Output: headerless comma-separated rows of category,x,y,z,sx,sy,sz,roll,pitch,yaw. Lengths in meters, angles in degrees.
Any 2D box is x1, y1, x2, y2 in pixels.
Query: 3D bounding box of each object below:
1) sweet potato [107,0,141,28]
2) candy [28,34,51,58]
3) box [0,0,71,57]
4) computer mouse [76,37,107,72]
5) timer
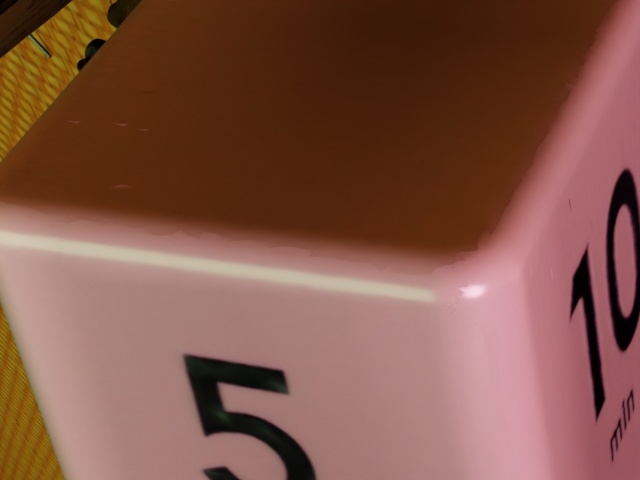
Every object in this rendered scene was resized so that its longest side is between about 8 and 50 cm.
sweet potato,-0.081,-0.127,0.994,0.206,0.060,0.068,-179,89,-71
candy,-0.221,-0.158,1.319,0.083,0.023,0.025,48,-163,-5
box,-0.154,-0.154,0.934,0.071,0.168,0.259,49,161,-3
computer mouse,-0.062,-0.046,1.029,0.192,0.062,0.106,53,-175,-44
timer,0.017,0.018,0.687,0.194,0.192,0.195,8,131,24
